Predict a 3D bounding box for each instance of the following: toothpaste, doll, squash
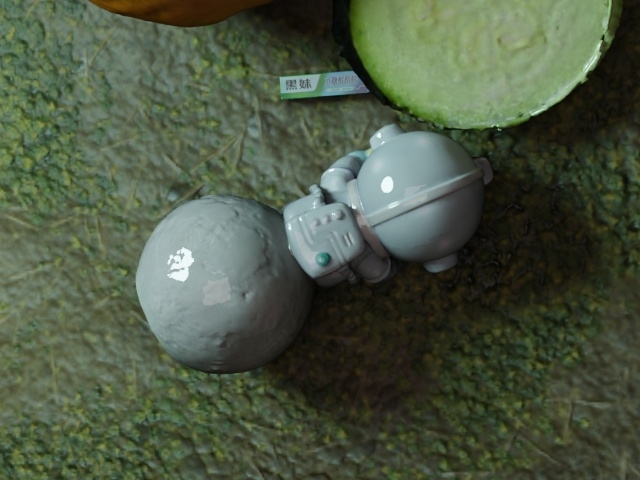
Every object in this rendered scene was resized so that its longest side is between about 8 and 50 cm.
[{"bbox_3d":[0.009,-0.127,1.141,0.083,0.017,0.020,-3,94,12],"label":"toothpaste"},{"bbox_3d":[0.000,0.000,1.093,0.287,0.151,0.151,-24,89,10],"label":"doll"},{"bbox_3d":[0.117,-0.194,1.084,0.220,0.133,0.220,1,107,2],"label":"squash"}]

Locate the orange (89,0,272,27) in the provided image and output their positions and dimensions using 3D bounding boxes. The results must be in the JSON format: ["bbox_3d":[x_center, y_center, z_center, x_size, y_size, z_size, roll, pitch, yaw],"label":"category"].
[{"bbox_3d":[-0.104,-0.300,1.044,0.284,0.226,0.283,0,96,4],"label":"orange"}]
